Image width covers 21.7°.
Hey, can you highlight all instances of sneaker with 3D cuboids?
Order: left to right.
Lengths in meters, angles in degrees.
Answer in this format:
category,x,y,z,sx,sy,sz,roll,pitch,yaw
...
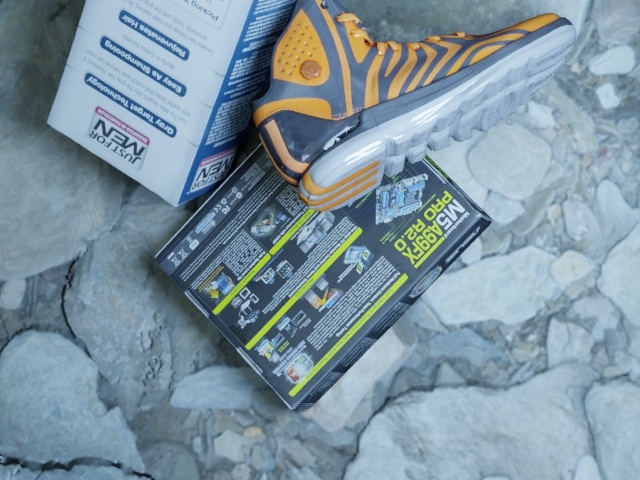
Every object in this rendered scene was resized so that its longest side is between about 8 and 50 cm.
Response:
category,x,y,z,sx,sy,sz,roll,pitch,yaw
sneaker,0.077,-0.175,1.580,0.321,0.125,0.180,-28,71,-18

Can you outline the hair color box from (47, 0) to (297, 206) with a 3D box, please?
category,x,y,z,sx,sy,sz,roll,pitch,yaw
hair color box,-0.127,-0.228,1.629,0.174,0.105,0.347,33,119,18

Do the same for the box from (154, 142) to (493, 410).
category,x,y,z,sx,sy,sz,roll,pitch,yaw
box,0.000,0.000,1.658,0.216,0.060,0.270,45,98,15
